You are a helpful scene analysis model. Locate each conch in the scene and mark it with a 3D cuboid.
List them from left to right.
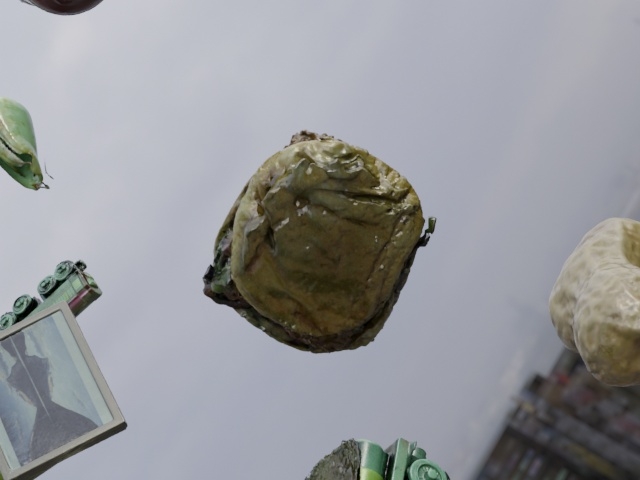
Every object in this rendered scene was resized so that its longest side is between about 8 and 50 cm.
[{"bbox_3d":[-0.421,-0.138,2.341,0.079,0.170,0.106,-43,-37,5],"label":"conch"}]

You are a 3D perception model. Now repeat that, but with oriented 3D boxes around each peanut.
[{"bbox_3d":[0.351,0.083,2.066,0.159,0.143,0.291,-56,9,22],"label":"peanut"}]

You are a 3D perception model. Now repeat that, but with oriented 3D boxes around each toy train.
[{"bbox_3d":[-0.342,0.086,2.163,0.148,0.071,0.038,-42,-31,9],"label":"toy train"},{"bbox_3d":[0.060,0.291,1.799,0.083,0.132,0.200,-48,23,43],"label":"toy train"}]

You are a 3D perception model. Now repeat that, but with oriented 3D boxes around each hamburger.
[{"bbox_3d":[0.000,0.000,1.636,0.206,0.183,0.130,-60,14,16],"label":"hamburger"}]

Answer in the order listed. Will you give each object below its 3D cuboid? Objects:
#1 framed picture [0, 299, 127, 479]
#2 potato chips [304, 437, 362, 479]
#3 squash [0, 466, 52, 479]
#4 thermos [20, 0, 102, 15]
[{"bbox_3d":[-0.323,0.171,1.982,0.150,0.203,0.015,-26,-39,-7],"label":"framed picture"},{"bbox_3d":[0.008,0.275,1.597,0.209,0.026,0.142,-55,43,49],"label":"potato chips"},{"bbox_3d":[-0.373,0.269,2.352,0.200,0.075,0.090,-34,-22,-10],"label":"squash"},{"bbox_3d":[-0.281,-0.297,1.782,0.109,0.136,0.330,-54,17,0],"label":"thermos"}]
